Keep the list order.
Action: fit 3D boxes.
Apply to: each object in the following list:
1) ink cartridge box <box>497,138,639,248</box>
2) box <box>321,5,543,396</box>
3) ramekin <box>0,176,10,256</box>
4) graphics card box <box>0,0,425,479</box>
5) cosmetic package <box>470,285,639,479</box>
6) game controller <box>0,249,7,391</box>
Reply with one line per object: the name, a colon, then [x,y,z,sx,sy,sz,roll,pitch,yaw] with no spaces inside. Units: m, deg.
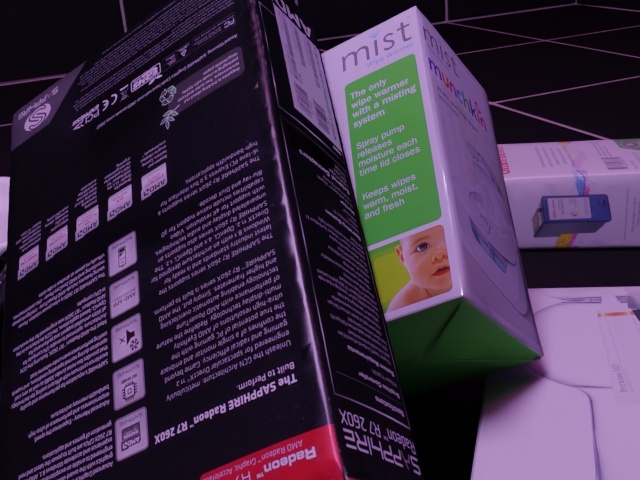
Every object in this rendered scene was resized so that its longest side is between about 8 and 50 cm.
ink cartridge box: [0.296,-0.058,1.007,0.212,0.093,0.154,0,21,7]
box: [0.000,0.000,0.620,0.262,0.127,0.231,-21,56,27]
ramekin: [-0.378,0.042,0.835,0.277,0.135,0.277,-3,21,1]
graphics card box: [-0.089,0.020,0.526,0.233,0.094,0.371,-29,54,23]
cosmetic package: [0.291,0.125,0.523,0.377,0.097,0.284,-2,24,16]
game controller: [-0.222,0.097,0.622,0.067,0.166,0.319,-8,21,4]
